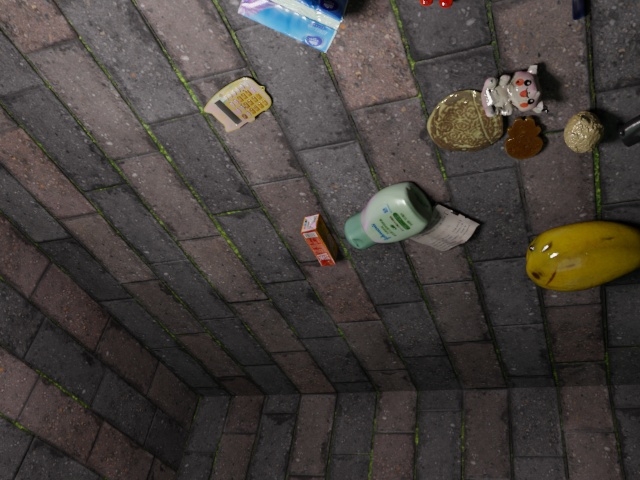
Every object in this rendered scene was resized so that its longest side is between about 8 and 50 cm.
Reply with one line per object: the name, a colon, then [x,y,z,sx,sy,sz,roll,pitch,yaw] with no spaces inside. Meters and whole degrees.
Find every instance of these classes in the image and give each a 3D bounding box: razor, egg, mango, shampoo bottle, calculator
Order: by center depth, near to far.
razor: [1.000,-0.350,1.844,0.090,0.054,0.148,37,135,-28]
egg: [0.819,-0.337,1.855,0.116,0.118,0.140,5,135,35]
calculator: [-0.275,-0.467,2.031,0.237,0.033,0.157,-24,129,32]
mango: [0.995,0.061,2.215,0.445,0.220,0.301,-5,136,14]
shampoo bottle: [0.240,-0.078,2.280,0.350,0.151,0.222,-27,121,38]

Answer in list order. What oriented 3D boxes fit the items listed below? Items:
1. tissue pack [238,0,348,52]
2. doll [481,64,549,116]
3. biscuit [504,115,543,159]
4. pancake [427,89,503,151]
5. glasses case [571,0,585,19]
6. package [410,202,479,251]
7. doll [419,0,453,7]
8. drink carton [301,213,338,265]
tissue pack: [-0.066,-0.660,1.617,0.264,0.198,0.146,21,142,-12]
doll: [0.582,-0.441,1.796,0.192,0.095,0.149,-6,108,18]
biscuit: [0.670,-0.338,1.961,0.124,0.026,0.175,-2,139,14]
pancake: [0.473,-0.381,1.952,0.250,0.031,0.250,6,140,5]
glasses case: [0.694,-0.632,1.604,0.034,0.023,0.083,-5,138,22]
package: [0.468,-0.036,2.349,0.204,0.062,0.251,24,143,-13]
doll: [0.317,-0.720,1.550,0.142,0.076,0.245,6,144,5]
drink carton: [0.000,0.000,2.475,0.071,0.096,0.223,-9,136,23]
